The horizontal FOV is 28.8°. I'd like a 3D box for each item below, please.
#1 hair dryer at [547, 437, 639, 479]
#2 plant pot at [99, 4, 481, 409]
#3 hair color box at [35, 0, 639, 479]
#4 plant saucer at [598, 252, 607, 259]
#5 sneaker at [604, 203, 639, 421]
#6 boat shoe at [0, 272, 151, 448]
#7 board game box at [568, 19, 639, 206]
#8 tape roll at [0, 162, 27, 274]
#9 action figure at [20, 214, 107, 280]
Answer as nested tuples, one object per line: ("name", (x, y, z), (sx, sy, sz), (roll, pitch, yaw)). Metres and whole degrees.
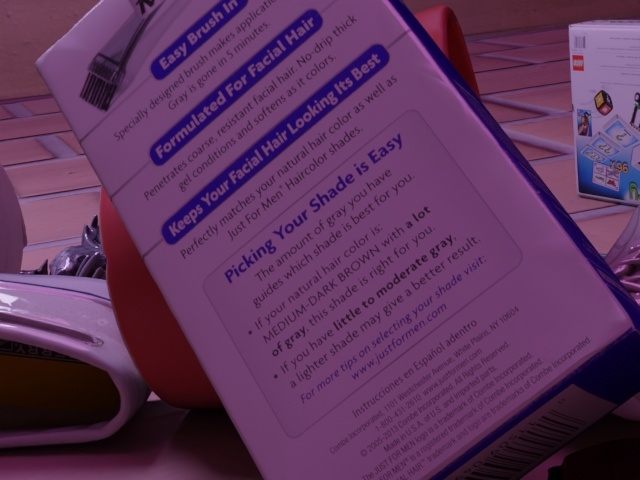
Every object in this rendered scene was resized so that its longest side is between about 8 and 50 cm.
("hair dryer", (0.161, 0.165, 0.516), (0.294, 0.080, 0.223), (-19, 33, -24))
("plant pot", (0.000, 0.000, 0.849), (0.243, 0.274, 0.275), (-13, 13, 13))
("hair color box", (0.006, -0.021, 0.654), (0.185, 0.338, 0.110), (-39, -27, 13))
("plant saucer", (0.291, 0.031, 1.046), (0.192, 0.018, 0.067), (4, 17, 37))
("sneaker", (0.225, 0.029, 0.844), (0.110, 0.118, 0.292), (21, 26, 22))
("boat shoe", (-0.294, 0.094, 0.831), (0.367, 0.135, 0.156), (5, 18, 1))
("board game box", (0.378, -0.122, 1.255), (0.053, 0.193, 0.305), (-15, 17, -31))
("tape roll", (-0.372, -0.010, 1.002), (0.246, 0.246, 0.169), (-11, 15, -19))
("action figure", (-0.161, 0.016, 1.122), (0.285, 0.099, 0.185), (-12, 24, -9))
